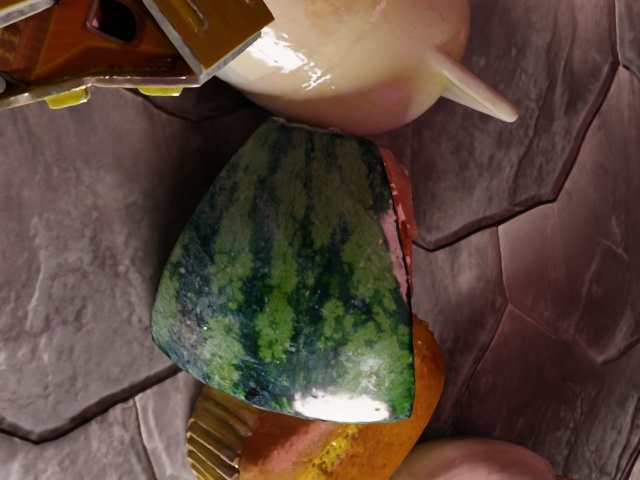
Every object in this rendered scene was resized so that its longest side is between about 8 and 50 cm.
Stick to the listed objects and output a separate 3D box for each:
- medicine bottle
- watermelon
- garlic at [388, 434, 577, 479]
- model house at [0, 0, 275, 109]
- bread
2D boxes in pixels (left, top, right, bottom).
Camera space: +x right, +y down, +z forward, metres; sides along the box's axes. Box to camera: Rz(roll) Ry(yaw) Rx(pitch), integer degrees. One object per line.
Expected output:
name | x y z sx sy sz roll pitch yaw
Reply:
medicine bottle | -0.005 -0.233 1.132 0.406 0.236 0.235 31 83 -34
watermelon | -0.036 0.004 1.195 0.251 0.292 0.283 4 109 -10
garlic | 0.168 0.358 1.449 0.325 0.132 0.279 -43 121 -16
model house | -0.182 -0.242 0.807 0.324 0.300 0.340 27 116 2
bread | 0.002 0.179 1.282 0.288 0.156 0.204 -47 124 -18
